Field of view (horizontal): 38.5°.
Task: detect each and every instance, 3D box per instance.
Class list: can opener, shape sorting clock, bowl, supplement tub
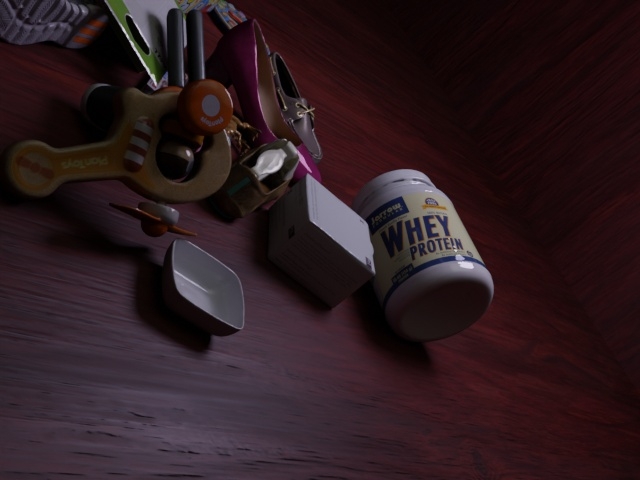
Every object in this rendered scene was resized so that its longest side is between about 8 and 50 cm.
[{"bbox_3d":[-0.253,-0.291,1.701,0.074,0.093,0.280,-1,82,-18],"label":"can opener"},{"bbox_3d":[-0.204,-0.555,2.382,0.206,0.040,0.206,40,24,-22],"label":"shape sorting clock"},{"bbox_3d":[-0.185,0.077,1.385,0.142,0.053,0.142,36,26,-30],"label":"bowl"},{"bbox_3d":[0.206,0.028,1.961,0.235,0.235,0.324,27,31,-43],"label":"supplement tub"}]

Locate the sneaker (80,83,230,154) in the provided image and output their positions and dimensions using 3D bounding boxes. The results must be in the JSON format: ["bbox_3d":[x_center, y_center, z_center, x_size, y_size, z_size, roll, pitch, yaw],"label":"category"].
[{"bbox_3d":[-0.245,-0.180,1.543,0.296,0.104,0.147,18,3,-44],"label":"sneaker"}]

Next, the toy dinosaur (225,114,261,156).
[{"bbox_3d":[-0.184,-0.241,1.885,0.112,0.064,0.211,37,25,-25],"label":"toy dinosaur"}]

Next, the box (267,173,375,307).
[{"bbox_3d":[0.000,0.000,1.770,0.182,0.119,0.181,39,24,-24],"label":"box"}]

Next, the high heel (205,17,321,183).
[{"bbox_3d":[-0.092,-0.288,1.974,0.377,0.181,0.127,46,22,-10],"label":"high heel"}]

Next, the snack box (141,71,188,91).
[{"bbox_3d":[-0.307,-0.313,1.822,0.064,0.022,0.178,41,24,-17],"label":"snack box"}]

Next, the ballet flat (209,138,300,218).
[{"bbox_3d":[-0.109,-0.138,1.780,0.116,0.124,0.342,49,22,-1],"label":"ballet flat"}]

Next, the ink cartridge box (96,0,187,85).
[{"bbox_3d":[-0.352,-0.409,1.726,0.188,0.097,0.255,62,24,-28],"label":"ink cartridge box"}]

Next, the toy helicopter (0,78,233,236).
[{"bbox_3d":[-0.285,-0.102,1.324,0.355,0.140,0.234,-12,100,-37],"label":"toy helicopter"}]

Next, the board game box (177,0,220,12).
[{"bbox_3d":[-0.317,-0.634,2.160,0.142,0.144,0.275,50,23,0],"label":"board game box"}]

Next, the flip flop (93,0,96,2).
[{"bbox_3d":[-0.428,-0.521,1.850,0.277,0.080,0.112,29,30,-41],"label":"flip flop"}]

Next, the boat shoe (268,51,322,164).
[{"bbox_3d":[-0.073,-0.307,2.153,0.117,0.097,0.324,18,38,-53],"label":"boat shoe"}]

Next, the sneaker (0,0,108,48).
[{"bbox_3d":[-0.503,-0.425,1.534,0.180,0.124,0.321,49,11,9],"label":"sneaker"}]
